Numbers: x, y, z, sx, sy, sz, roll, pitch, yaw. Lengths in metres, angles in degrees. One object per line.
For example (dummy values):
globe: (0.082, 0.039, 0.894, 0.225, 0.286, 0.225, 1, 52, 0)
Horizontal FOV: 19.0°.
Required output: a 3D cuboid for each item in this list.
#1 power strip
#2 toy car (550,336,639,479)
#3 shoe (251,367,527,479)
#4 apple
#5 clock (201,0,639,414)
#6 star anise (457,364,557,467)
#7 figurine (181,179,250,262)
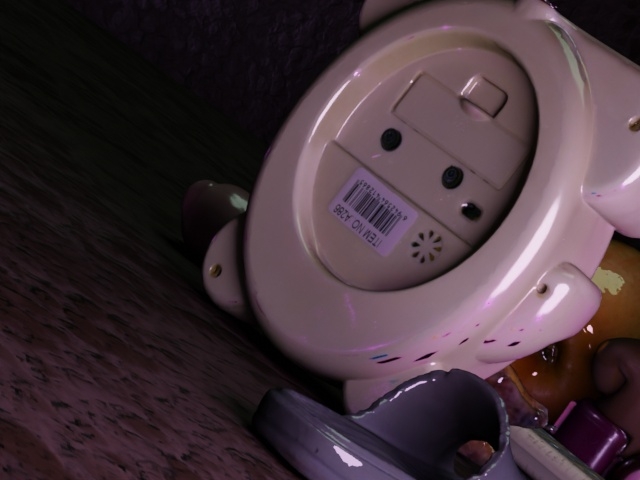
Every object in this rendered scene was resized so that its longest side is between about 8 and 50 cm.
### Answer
power strip: (0.207, 0.200, 1.703, 0.268, 0.034, 0.092, 39, 5, 37)
toy car: (0.401, 0.205, 1.818, 0.341, 0.240, 0.271, 37, 5, 9)
shoe: (0.068, 0.121, 1.102, 0.241, 0.093, 0.108, 29, 6, -45)
apple: (0.279, 0.113, 2.107, 0.242, 0.242, 0.241, 38, 17, 22)
clock: (0.080, -0.028, 1.325, 0.284, 0.309, 0.114, 39, 3, 35)
star anise: (0.072, 0.090, 1.544, 0.272, 0.102, 0.272, 31, 33, -23)
figurine: (-0.076, -0.009, 1.528, 0.083, 0.071, 0.067, 29, 45, 11)
